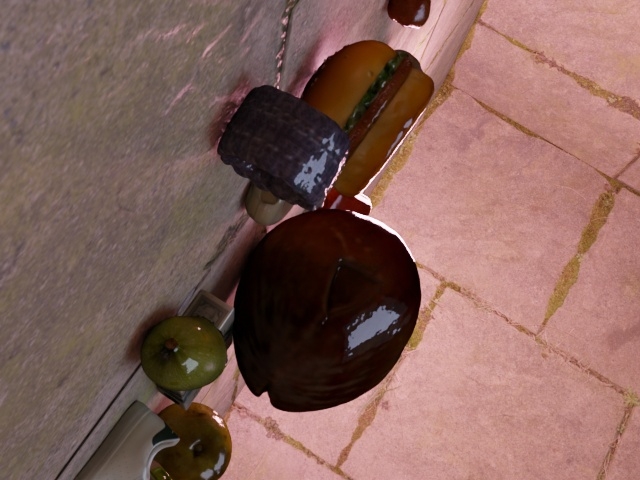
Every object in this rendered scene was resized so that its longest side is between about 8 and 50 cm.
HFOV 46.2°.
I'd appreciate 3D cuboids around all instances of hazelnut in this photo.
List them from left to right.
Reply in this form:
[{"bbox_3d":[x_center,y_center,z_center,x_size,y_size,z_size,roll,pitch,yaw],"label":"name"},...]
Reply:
[{"bbox_3d":[-0.004,0.134,1.532,0.429,0.402,0.402,-53,180,44],"label":"hazelnut"}]

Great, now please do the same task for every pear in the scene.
[{"bbox_3d":[-0.279,0.435,1.574,0.200,0.200,0.200,-58,175,-9],"label":"pear"}]

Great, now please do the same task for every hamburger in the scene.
[{"bbox_3d":[0.049,-0.193,1.148,0.246,0.170,0.246,-52,-178,3],"label":"hamburger"}]

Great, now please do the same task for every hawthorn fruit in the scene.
[{"bbox_3d":[0.168,-0.437,1.365,0.093,0.081,0.081,-64,173,27],"label":"hawthorn fruit"}]

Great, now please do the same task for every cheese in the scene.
[{"bbox_3d":[-0.066,-0.087,1.267,0.137,0.064,0.227,-57,176,1],"label":"cheese"}]

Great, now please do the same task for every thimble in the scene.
[{"bbox_3d":[-0.043,-0.110,0.898,0.098,0.150,0.150,-61,175,-8],"label":"thimble"}]

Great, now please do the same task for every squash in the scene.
[{"bbox_3d":[-0.207,0.170,1.124,0.123,0.123,0.187,-58,175,-7],"label":"squash"}]

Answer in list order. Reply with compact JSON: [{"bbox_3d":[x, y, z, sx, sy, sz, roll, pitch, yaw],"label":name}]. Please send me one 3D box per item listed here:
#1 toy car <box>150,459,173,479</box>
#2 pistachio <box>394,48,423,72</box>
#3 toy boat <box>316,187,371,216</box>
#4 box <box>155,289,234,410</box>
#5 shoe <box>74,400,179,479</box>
[{"bbox_3d":[-0.380,0.528,1.346,0.198,0.204,0.248,0,126,-57],"label":"toy car"},{"bbox_3d":[0.164,-0.349,1.650,0.124,0.124,0.185,-56,-179,-21],"label":"pistachio"},{"bbox_3d":[0.000,0.000,2.019,0.332,0.145,0.133,-59,-158,9],"label":"toy boat"},{"bbox_3d":[-0.229,0.206,1.365,0.164,0.069,0.256,-57,174,-21],"label":"box"},{"bbox_3d":[-0.342,0.405,1.255,0.265,0.110,0.095,-59,176,-23],"label":"shoe"}]
